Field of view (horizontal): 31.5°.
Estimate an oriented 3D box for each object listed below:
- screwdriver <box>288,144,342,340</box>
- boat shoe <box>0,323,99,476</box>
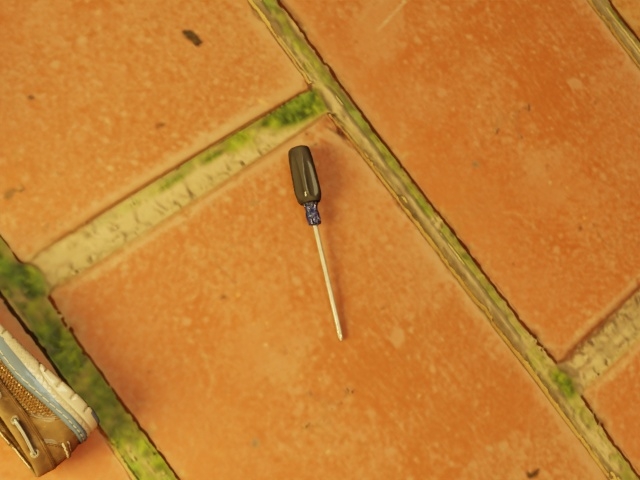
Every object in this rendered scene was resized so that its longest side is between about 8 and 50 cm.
[{"bbox_3d":[0.000,0.000,0.946,0.024,0.025,0.169,-8,74,-25],"label":"screwdriver"},{"bbox_3d":[-0.242,0.091,0.788,0.183,0.066,0.066,41,63,-4],"label":"boat shoe"}]
